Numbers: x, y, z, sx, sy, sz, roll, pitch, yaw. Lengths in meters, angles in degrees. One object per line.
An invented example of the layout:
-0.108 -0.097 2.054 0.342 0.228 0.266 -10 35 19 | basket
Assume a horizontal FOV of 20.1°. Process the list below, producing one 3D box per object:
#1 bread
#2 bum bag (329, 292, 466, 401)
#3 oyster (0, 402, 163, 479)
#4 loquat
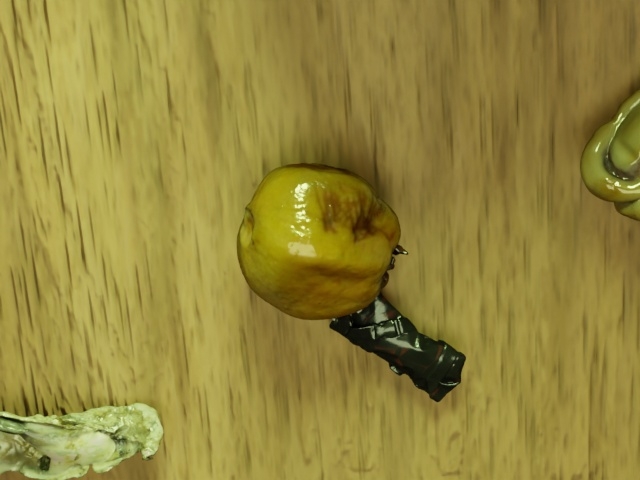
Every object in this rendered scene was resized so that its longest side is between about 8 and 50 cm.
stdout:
0.322 -0.041 1.429 0.225 0.081 0.134 36 106 -12 | bread
0.067 0.086 1.520 0.124 0.034 0.058 35 120 -13 | bum bag
-0.240 0.170 1.569 0.200 0.061 0.106 15 132 -3 | oyster
0.000 0.000 1.442 0.137 0.113 0.137 -5 113 -12 | loquat
